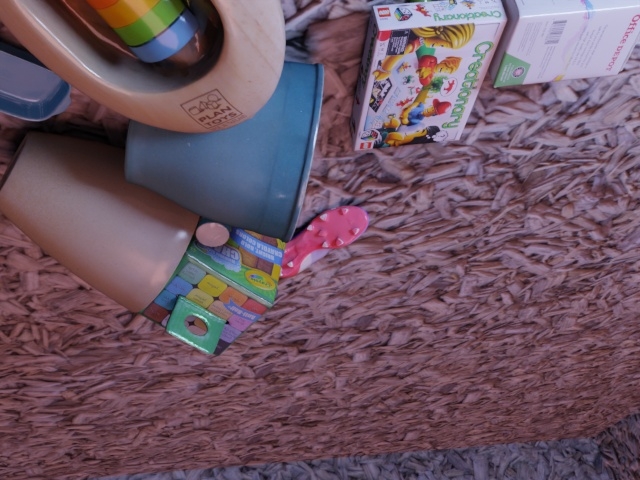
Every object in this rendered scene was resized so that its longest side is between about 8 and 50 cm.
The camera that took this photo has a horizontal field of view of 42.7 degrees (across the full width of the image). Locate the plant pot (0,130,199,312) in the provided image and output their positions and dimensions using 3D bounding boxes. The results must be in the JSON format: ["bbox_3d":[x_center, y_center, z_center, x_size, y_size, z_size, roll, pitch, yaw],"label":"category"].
[{"bbox_3d":[-0.368,-0.056,1.317,0.274,0.256,0.256,28,133,-23],"label":"plant pot"}]

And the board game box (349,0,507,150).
[{"bbox_3d":[0.159,-0.256,1.300,0.193,0.053,0.305,-7,153,-8],"label":"board game box"}]

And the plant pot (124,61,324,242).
[{"bbox_3d":[-0.148,-0.151,1.210,0.255,0.271,0.271,10,145,-7],"label":"plant pot"}]

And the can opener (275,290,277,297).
[{"bbox_3d":[-0.115,0.029,1.596,0.074,0.093,0.280,-38,146,-35],"label":"can opener"}]

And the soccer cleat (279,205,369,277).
[{"bbox_3d":[0.000,0.000,1.675,0.248,0.083,0.095,-33,172,23],"label":"soccer cleat"}]

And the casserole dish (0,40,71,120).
[{"bbox_3d":[-0.447,-0.233,1.164,0.188,0.037,0.114,18,138,-40],"label":"casserole dish"}]

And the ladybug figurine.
[{"bbox_3d":[-0.211,-0.307,0.950,0.305,0.161,0.449,-19,136,21],"label":"ladybug figurine"}]

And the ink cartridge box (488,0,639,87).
[{"bbox_3d":[0.370,-0.324,1.246,0.213,0.093,0.154,-6,149,-7],"label":"ink cartridge box"}]

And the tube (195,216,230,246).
[{"bbox_3d":[-0.173,-0.080,1.352,0.080,0.207,0.052,-23,131,19],"label":"tube"}]

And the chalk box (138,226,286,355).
[{"bbox_3d":[-0.187,0.061,1.407,0.180,0.289,0.179,32,126,-20],"label":"chalk box"}]

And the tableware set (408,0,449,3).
[{"bbox_3d":[0.151,-0.381,1.148,0.104,0.024,0.154,-18,150,16],"label":"tableware set"}]
